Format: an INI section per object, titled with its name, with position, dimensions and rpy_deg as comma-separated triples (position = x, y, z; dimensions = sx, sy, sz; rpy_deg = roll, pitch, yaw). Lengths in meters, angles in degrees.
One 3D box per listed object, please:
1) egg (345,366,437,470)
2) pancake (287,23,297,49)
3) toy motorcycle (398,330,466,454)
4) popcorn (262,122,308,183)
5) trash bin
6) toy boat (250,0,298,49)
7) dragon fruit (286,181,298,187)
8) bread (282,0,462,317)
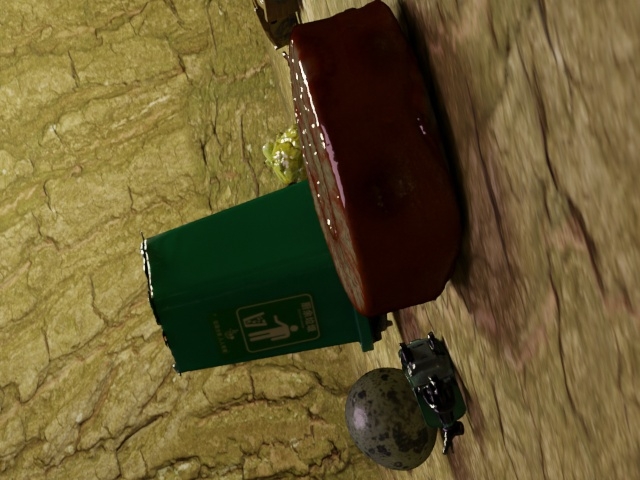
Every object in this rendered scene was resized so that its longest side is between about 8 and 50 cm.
[egg]
position = 0.107, 0.265, 1.552
dimensions = 0.132, 0.132, 0.172
rpy_deg = -110, -5, -60
[pancake]
position = -0.061, -0.434, 2.199
dimensions = 0.151, 0.025, 0.152
rpy_deg = 163, 90, -86
[toy motorcycle]
position = 0.138, 0.176, 1.278
dimensions = 0.173, 0.058, 0.100
rpy_deg = -109, -2, -68
[popcorn]
position = -0.041, -0.175, 2.134
dimensions = 0.135, 0.162, 0.142
rpy_deg = -23, -40, -63
[trash bin]
position = -0.092, 0.047, 1.768
dimensions = 0.295, 0.380, 0.259
rpy_deg = -108, 5, -49
[toy boat]
position = -0.091, -0.477, 1.969
dimensions = 0.121, 0.089, 0.321
rpy_deg = 59, 169, 32
[dragon fruit]
position = 0.001, 0.004, 2.028
dimensions = 0.148, 0.218, 0.224
rpy_deg = -21, 42, 58
[bread]
position = 0.050, -0.075, 1.064
dimensions = 0.328, 0.114, 0.295
rpy_deg = 102, 153, -81
